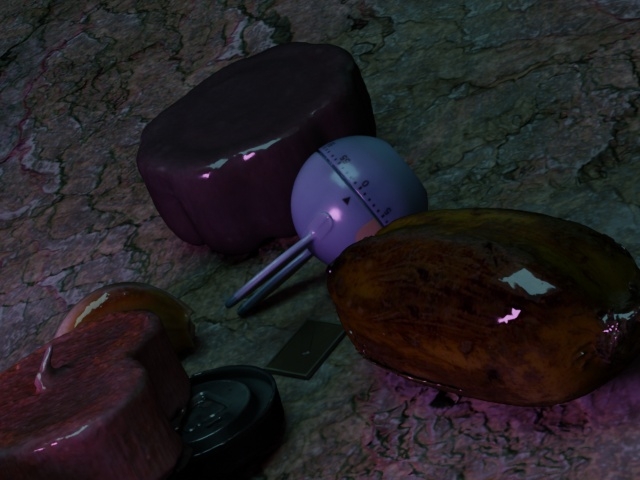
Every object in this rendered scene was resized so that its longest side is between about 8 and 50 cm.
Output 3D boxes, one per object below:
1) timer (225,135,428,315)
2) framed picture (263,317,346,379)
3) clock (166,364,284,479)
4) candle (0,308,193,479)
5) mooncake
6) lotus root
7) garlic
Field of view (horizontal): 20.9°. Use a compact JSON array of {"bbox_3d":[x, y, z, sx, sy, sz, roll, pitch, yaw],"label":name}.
[{"bbox_3d":[0.021,0.002,1.986,0.175,0.175,0.255,21,81,50],"label":"timer"},{"bbox_3d":[-0.015,0.120,1.939,0.066,0.006,0.089,6,42,40],"label":"framed picture"},{"bbox_3d":[-0.126,0.198,1.846,0.184,0.040,0.184,-18,23,8],"label":"clock"},{"bbox_3d":[-0.279,0.183,1.794,0.287,0.131,0.317,-21,17,11],"label":"candle"},{"bbox_3d":[-0.073,-0.118,2.194,0.306,0.154,0.306,-17,32,11],"label":"mooncake"},{"bbox_3d":[0.170,0.057,1.738,0.397,0.179,0.196,12,49,46],"label":"lotus root"},{"bbox_3d":[-0.252,0.128,2.010,0.207,0.128,0.115,-45,13,-18],"label":"garlic"}]
